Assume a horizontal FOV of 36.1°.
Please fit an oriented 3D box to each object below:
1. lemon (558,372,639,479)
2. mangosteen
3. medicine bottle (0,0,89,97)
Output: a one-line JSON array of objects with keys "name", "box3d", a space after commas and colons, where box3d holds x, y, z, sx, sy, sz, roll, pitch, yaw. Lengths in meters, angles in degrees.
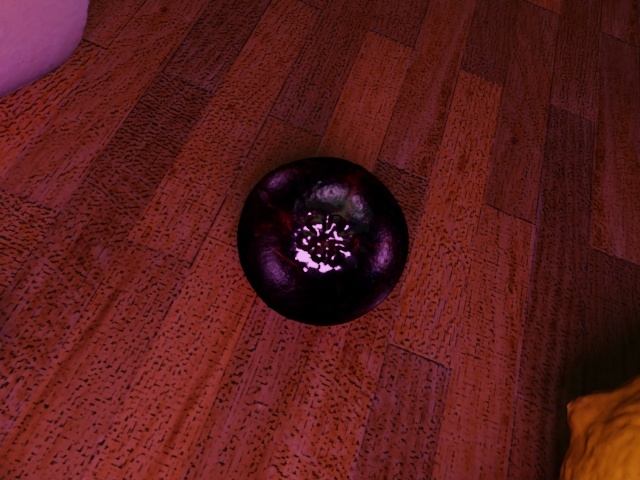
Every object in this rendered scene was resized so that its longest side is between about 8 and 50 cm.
[{"name": "lemon", "box3d": [0.304, 0.200, 0.696, 0.267, 0.267, 0.267, 12, 43, -12]}, {"name": "mangosteen", "box3d": [0.000, 0.000, 0.854, 0.153, 0.152, 0.152, 12, 43, -12]}, {"name": "medicine bottle", "box3d": [-0.403, -0.171, 0.767, 0.236, 0.235, 0.406, 35, 42, 13]}]
